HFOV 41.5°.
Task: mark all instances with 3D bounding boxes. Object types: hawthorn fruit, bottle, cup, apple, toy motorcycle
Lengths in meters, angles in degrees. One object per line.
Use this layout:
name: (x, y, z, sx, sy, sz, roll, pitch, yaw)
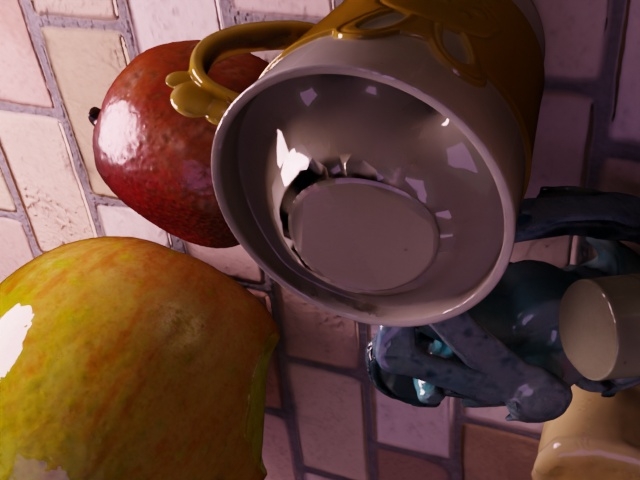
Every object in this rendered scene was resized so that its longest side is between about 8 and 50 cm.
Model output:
hawthorn fruit: (-0.104, -0.083, 0.675, 0.188, 0.169, 0.169, 24, 135, 11)
bottle: (0.272, 0.054, 0.590, 0.202, 0.072, 0.072, -3, 136, -17)
cup: (0.030, -0.089, 0.555, 0.241, 0.226, 0.185, 24, 136, 8)
apple: (-0.209, 0.170, 0.845, 0.340, 0.339, 0.339, 14, 133, 16)
toy motorcycle: (0.163, 0.053, 0.665, 0.260, 0.154, 0.206, -1, 128, -7)

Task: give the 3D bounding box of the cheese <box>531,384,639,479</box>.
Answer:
cheese: (0.372, 0.312, 0.810, 0.384, 0.104, 0.384, 13, 131, 16)
